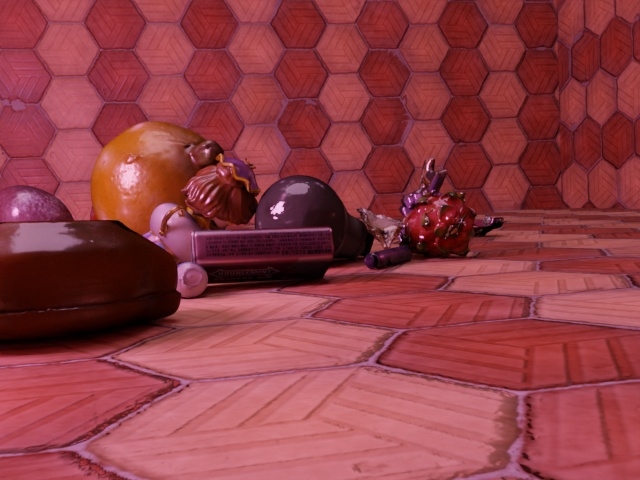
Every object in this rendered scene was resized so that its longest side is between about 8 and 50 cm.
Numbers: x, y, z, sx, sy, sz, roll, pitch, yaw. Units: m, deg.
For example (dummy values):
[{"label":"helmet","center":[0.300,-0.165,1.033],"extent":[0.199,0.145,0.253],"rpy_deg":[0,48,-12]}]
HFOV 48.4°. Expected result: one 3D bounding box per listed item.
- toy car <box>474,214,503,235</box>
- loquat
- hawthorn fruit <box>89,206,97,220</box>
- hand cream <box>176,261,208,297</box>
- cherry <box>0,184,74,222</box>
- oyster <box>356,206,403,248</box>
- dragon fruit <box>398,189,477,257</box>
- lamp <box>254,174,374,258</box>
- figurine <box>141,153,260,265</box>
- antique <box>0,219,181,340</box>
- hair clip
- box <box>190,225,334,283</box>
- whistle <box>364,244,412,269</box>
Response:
[{"label":"toy car","center":[0.456,-0.039,2.038],"extent":[0.142,0.055,0.069],"rpy_deg":[-13,-11,36]},{"label":"loquat","center":[-0.333,-0.114,1.569],"extent":[0.329,0.328,0.359],"rpy_deg":[-7,-20,-48]},{"label":"hawthorn fruit","center":[-0.592,-0.078,2.171],"extent":[0.242,0.241,0.272],"rpy_deg":[-6,-5,-44]},{"label":"hand cream","center":[-0.207,0.063,1.082],"extent":[0.084,0.053,0.142],"rpy_deg":[0,-7,-21]},{"label":"cherry","center":[-0.836,-0.052,2.010],"extent":[0.286,0.212,0.236],"rpy_deg":[6,10,-40]},{"label":"oyster","center":[0.129,-0.035,1.471],"extent":[0.122,0.045,0.146],"rpy_deg":[-15,32,-39]},{"label":"dragon fruit","center":[0.238,-0.023,1.480],"extent":[0.137,0.135,0.236],"rpy_deg":[6,-21,-11]},{"label":"lamp","center":[0.002,-0.007,1.445],"extent":[0.182,0.181,0.314],"rpy_deg":[1,-27,45]},{"label":"figurine","center":[-0.226,-0.058,1.397],"extent":[0.263,0.142,0.189],"rpy_deg":[-43,-11,-10]},{"label":"antique","center":[-0.303,0.042,0.814],"extent":[0.278,0.128,0.224],"rpy_deg":[-3,1,-32]},{"label":"hair clip","center":[0.225,-0.062,1.586],"extent":[0.106,0.084,0.292],"rpy_deg":[-5,-39,-7]},{"label":"box","center":[-0.097,0.025,1.155],"extent":[0.224,0.068,0.120],"rpy_deg":[-2,-20,-10]},{"label":"whistle","center":[0.135,0.031,1.370],"extent":[0.033,0.033,0.176],"rpy_deg":[-1,5,31]}]
